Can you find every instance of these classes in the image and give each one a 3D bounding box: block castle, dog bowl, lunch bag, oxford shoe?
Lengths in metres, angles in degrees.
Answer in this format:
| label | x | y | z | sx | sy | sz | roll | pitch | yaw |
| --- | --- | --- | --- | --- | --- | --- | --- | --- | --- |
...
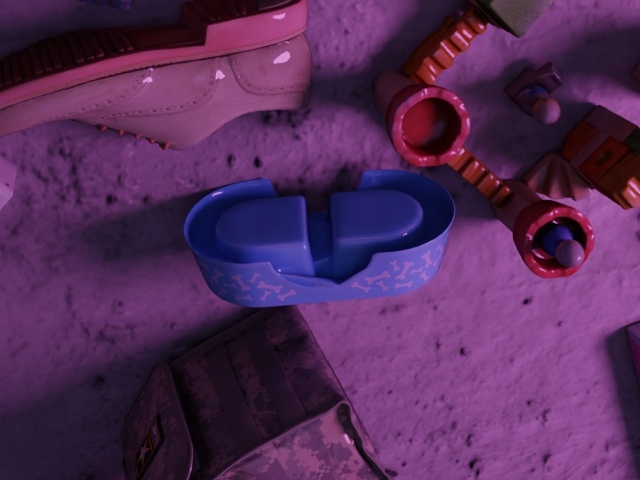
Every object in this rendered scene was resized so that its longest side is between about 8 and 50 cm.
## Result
| label | x | y | z | sx | sy | sz | roll | pitch | yaw |
| --- | --- | --- | --- | --- | --- | --- | --- | --- | --- |
| block castle | 0.305 | -0.202 | 1.218 | 0.303 | 0.213 | 0.453 | 40 | 98 | -24 |
| dog bowl | 0.000 | 0.000 | 1.248 | 0.297 | 0.166 | 0.074 | -4 | 125 | 0 |
| lunch bag | -0.102 | 0.231 | 1.282 | 0.287 | 0.235 | 0.169 | -29 | 120 | -1 |
| oxford shoe | -0.193 | -0.147 | 1.168 | 0.396 | 0.140 | 0.147 | -14 | 119 | -6 |

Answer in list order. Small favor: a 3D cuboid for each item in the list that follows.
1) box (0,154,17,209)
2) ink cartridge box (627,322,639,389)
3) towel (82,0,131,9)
| label | x | y | z | sx | sy | sz | roll | pitch | yaw |
| --- | --- | --- | --- | --- | --- | --- | --- | --- | --- |
| box | -0.384 | -0.062 | 1.174 | 0.101 | 0.102 | 0.087 | 39 | 100 | -22 |
| ink cartridge box | 0.535 | 0.223 | 1.523 | 0.185 | 0.065 | 0.311 | -21 | 112 | -4 |
| towel | -0.344 | -0.334 | 0.991 | 0.370 | 0.040 | 0.271 | 11 | 152 | -6 |
